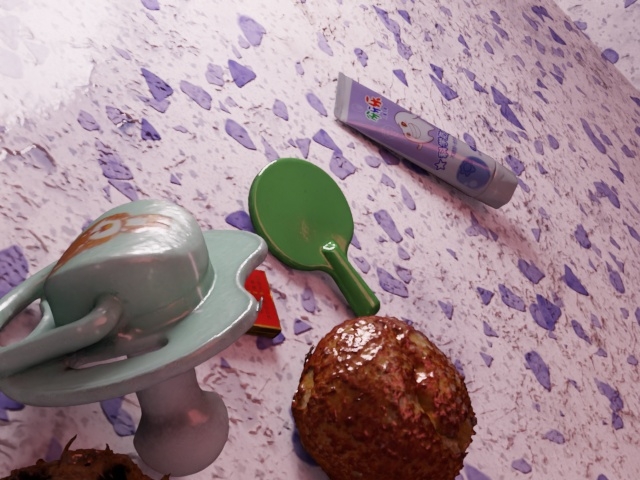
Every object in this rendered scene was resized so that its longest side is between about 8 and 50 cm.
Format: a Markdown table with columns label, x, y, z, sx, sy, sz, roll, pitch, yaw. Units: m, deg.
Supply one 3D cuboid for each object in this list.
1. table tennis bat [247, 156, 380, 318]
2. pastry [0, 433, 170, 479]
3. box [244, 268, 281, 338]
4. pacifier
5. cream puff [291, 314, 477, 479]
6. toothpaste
| label | x | y | z | sx | sy | sz | roll | pitch | yaw |
| --- | --- | --- | --- | --- | --- | --- | --- | --- | --- |
| table tennis bat | 0.000 | 0.000 | 1.339 | 0.160 | 0.039 | 0.257 | -34 | 88 | -37 |
| pastry | -0.185 | 0.281 | 0.746 | 0.275 | 0.193 | 0.275 | 29 | 41 | -28 |
| box | -0.112 | 0.070 | 1.180 | 0.133 | 0.023 | 0.090 | 14 | 45 | -40 |
| pacifier | -0.174 | 0.111 | 0.940 | 0.343 | 0.288 | 0.269 | -80 | 157 | -71 |
| cream puff | 0.087 | 0.200 | 1.160 | 0.240 | 0.164 | 0.240 | 35 | 36 | -30 |
| toothpaste | 0.178 | -0.167 | 1.700 | 0.371 | 0.080 | 0.125 | 27 | 43 | -17 |
